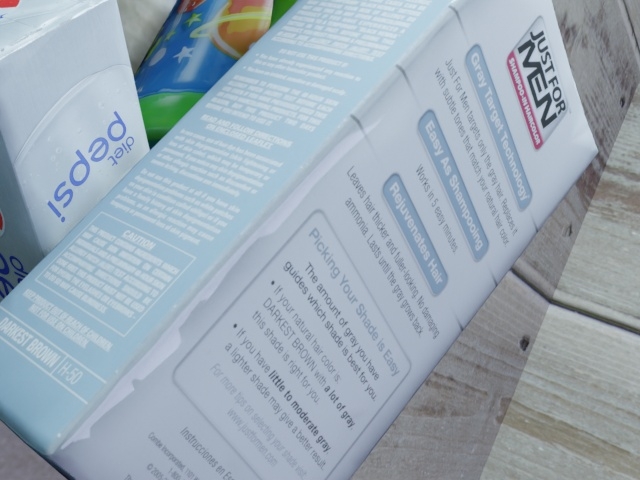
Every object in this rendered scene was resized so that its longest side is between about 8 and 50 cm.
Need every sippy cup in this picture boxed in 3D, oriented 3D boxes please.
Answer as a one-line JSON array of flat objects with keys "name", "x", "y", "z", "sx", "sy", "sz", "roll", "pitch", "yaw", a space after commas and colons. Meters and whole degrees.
[{"name": "sippy cup", "x": -0.050, "y": -0.106, "z": 0.762, "sx": 0.240, "sy": 0.305, "sz": 0.224, "roll": 39, "pitch": 50, "yaw": -39}]

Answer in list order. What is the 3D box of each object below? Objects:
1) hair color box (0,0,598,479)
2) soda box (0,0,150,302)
[{"name": "hair color box", "x": 0.000, "y": 0.000, "z": 0.549, "sx": 0.374, "sy": 0.113, "sz": 0.185, "roll": -49, "pitch": 134, "yaw": -19}, {"name": "soda box", "x": -0.154, "y": -0.006, "z": 0.558, "sx": 0.091, "sy": 0.098, "sz": 0.286, "roll": -44, "pitch": 142, "yaw": -38}]
